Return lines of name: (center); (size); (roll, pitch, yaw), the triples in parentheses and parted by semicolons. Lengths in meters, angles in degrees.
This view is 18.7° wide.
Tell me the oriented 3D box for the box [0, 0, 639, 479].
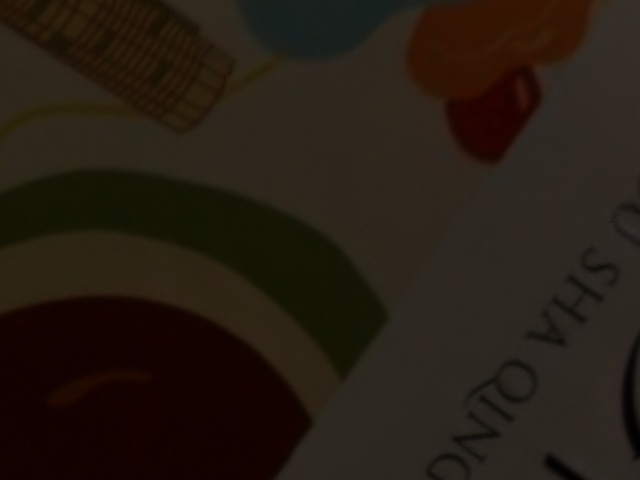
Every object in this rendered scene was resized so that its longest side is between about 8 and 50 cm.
box: (-0.073, 0.011, 0.508); (0.385, 0.344, 0.122); (36, 15, 7)
